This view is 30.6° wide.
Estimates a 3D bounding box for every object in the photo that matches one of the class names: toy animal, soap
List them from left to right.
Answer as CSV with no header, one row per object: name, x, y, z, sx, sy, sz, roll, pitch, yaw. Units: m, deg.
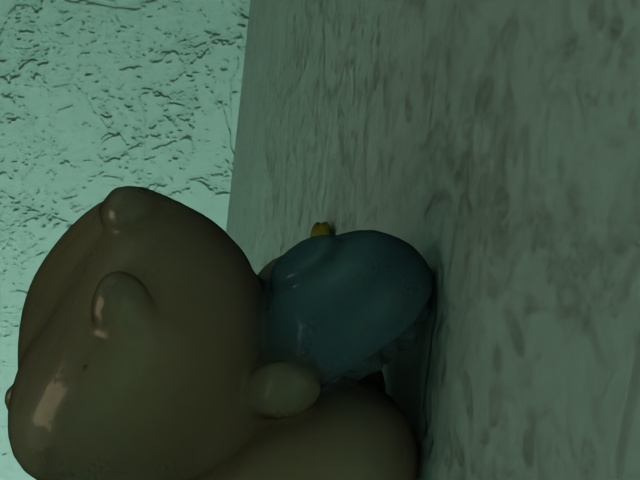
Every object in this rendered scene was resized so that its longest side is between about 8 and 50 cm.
toy animal,-0.062,0.091,0.648,0.210,0.221,0.230,-98,17,-53
soap,0.000,0.000,1.031,0.089,0.012,0.034,-168,83,-83
